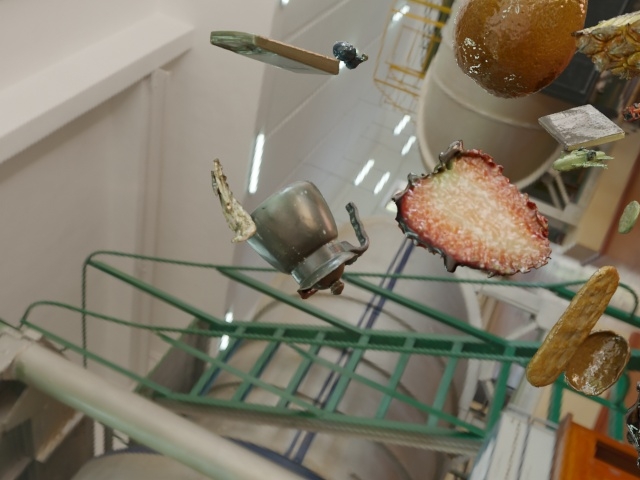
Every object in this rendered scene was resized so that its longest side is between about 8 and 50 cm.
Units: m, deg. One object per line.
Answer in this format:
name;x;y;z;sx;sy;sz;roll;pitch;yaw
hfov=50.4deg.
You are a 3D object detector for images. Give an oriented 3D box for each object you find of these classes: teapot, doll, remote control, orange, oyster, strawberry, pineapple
teapot;-0.018;0.014;1.729;0.223;0.285;0.305;-40;-10;22
doll;0.068;-0.443;1.616;0.083;0.076;0.050;27;-89;-47
remote control;-0.083;-0.370;1.334;0.285;0.123;0.038;0;-79;-54
orange;0.521;-0.557;1.780;0.357;0.322;0.322;-51;-1;32
oyster;-0.198;-0.090;1.501;0.106;0.061;0.199;141;109;-82
strawberry;0.299;-0.027;1.346;0.233;0.306;0.137;-37;-19;-4
pineapple;0.716;-0.413;1.401;0.158;0.335;0.161;-159;52;-74

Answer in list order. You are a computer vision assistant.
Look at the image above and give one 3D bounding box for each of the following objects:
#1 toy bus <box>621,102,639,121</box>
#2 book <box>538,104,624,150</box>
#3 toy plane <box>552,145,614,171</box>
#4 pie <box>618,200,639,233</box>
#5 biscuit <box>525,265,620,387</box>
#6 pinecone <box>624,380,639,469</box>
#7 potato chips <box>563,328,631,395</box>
toy bus;0.823;-0.333;1.748;0.110;0.043;0.031;-19;-3;-27
book;0.731;-0.320;1.918;0.228;0.160;0.024;-99;-5;-60
toy plane;0.481;-0.150;1.257;0.102;0.111;0.040;-121;25;-68
pie;0.730;-0.055;1.608;0.085;0.017;0.085;24;-90;-90
biscuit;0.436;0.150;1.168;0.118;0.029;0.247;21;-77;-50
pinecone;0.868;0.400;1.494;0.398;0.398;0.397;23;-90;-79
potato chips;0.775;0.342;1.917;0.201;0.150;0.049;-58;-21;-5
